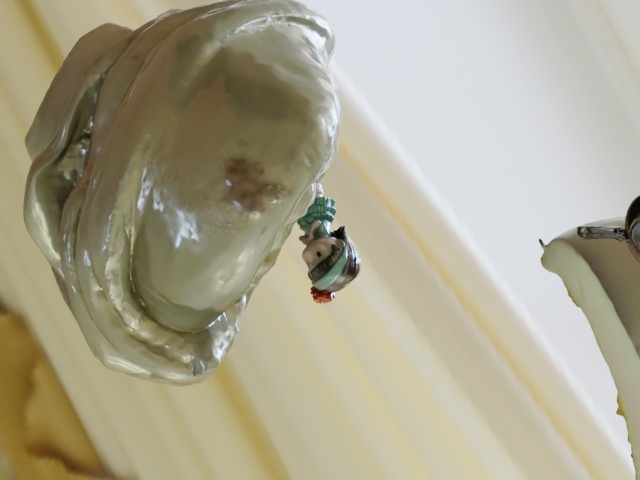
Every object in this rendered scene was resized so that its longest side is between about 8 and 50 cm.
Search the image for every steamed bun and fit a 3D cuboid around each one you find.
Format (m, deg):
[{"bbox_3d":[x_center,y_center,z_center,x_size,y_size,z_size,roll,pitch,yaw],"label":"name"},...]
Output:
[{"bbox_3d":[-0.131,-0.056,1.347,0.324,0.219,0.310,-83,-160,-60],"label":"steamed bun"}]

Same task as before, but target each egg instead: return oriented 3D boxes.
[{"bbox_3d":[0.311,0.085,1.400,0.162,0.271,0.206,-19,161,-8],"label":"egg"}]

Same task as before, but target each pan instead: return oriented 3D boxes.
[{"bbox_3d":[0.231,-0.002,1.219,0.115,0.068,0.023,1,154,-27],"label":"pan"}]

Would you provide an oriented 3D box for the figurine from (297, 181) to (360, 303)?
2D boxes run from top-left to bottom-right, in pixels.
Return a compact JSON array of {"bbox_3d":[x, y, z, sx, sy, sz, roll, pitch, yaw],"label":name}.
[{"bbox_3d":[0.000,0.000,1.478,0.047,0.106,0.060,2,151,-39],"label":"figurine"}]
